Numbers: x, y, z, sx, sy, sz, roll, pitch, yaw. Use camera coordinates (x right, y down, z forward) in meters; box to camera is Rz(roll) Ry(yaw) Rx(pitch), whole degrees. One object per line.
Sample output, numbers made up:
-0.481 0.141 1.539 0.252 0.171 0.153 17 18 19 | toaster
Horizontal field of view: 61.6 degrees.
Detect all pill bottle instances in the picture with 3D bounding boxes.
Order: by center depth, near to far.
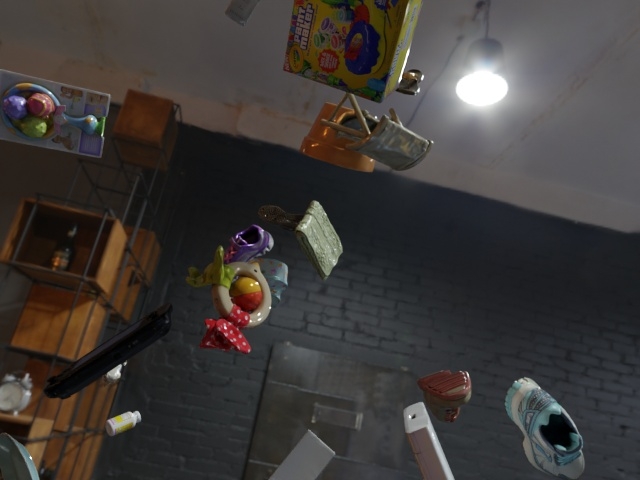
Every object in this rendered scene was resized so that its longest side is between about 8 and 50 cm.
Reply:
-0.522 0.483 1.424 0.083 0.043 0.043 -12 1 -44 | pill bottle

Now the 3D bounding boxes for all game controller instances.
-0.483 0.249 1.248 0.067 0.319 0.166 59 -5 -18 | game controller

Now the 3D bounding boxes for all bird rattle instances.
-0.192 0.136 1.254 0.207 0.253 0.143 -9 -21 -48 | bird rattle

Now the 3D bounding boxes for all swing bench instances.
0.181 -0.346 1.740 0.253 0.254 0.165 16 -62 -43 | swing bench

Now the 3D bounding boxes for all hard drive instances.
0.230 0.471 0.918 0.047 0.353 0.233 -23 -10 4 | hard drive

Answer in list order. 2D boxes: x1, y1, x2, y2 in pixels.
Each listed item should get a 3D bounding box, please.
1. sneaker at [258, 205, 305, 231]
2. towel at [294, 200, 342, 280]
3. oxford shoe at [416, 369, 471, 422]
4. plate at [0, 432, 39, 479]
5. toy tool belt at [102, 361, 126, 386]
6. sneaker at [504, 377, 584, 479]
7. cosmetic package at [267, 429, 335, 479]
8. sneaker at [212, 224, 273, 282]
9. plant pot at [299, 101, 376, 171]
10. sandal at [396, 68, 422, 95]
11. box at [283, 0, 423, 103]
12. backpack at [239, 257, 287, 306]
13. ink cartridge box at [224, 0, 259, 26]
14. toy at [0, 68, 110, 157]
-0.121 -0.060 1.815 0.188 0.066 0.071 17 -33 12 | sneaker
0.000 0.000 1.128 0.027 0.110 0.148 -5 -49 32 | towel
0.362 0.441 1.496 0.123 0.130 0.348 -19 -10 0 | oxford shoe
-0.615 0.482 1.105 0.188 0.188 0.024 -8 5 42 | plate
-0.588 0.371 1.523 0.052 0.083 0.051 31 -58 -16 | toy tool belt
0.484 0.418 1.110 0.283 0.110 0.122 52 -9 -21 | sneaker
-0.069 0.632 1.430 0.107 0.238 0.127 35 -21 15 | cosmetic package
-0.248 0.036 1.592 0.095 0.236 0.104 43 -16 20 | sneaker
0.087 -0.393 2.019 0.291 0.203 0.291 16 13 -4 | plant pot
0.319 -0.574 1.910 0.090 0.219 0.060 15 -49 17 | sandal
0.086 -0.544 1.352 0.279 0.177 0.290 22 -55 12 | box
-0.196 0.144 1.855 0.166 0.144 0.188 13 -39 -14 | backpack
-0.157 -0.751 1.473 0.066 0.296 0.261 30 -60 -23 | ink cartridge box
-0.552 -0.248 1.066 0.237 0.137 0.056 8 17 -25 | toy
